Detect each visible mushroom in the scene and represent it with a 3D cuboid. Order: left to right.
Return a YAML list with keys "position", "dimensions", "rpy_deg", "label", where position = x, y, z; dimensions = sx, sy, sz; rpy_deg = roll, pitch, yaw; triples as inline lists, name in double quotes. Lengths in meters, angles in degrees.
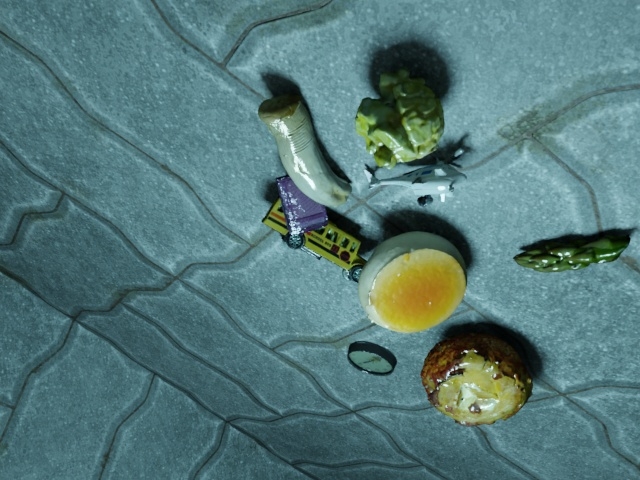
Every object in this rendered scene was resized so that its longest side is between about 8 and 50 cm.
- position: [-0.035, -0.206, 1.610]
  dimensions: [0.122, 0.095, 0.351]
  rpy_deg: [-33, 131, 3]
  label: "mushroom"

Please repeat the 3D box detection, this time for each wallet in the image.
- position: [-0.046, -0.100, 1.730]
  dimensions: [0.111, 0.030, 0.166]
  rpy_deg: [-16, 114, -5]
  label: "wallet"

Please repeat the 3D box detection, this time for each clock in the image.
- position: [0.183, 0.431, 2.398]
  dimensions: [0.184, 0.040, 0.185]
  rpy_deg: [16, 145, 12]
  label: "clock"

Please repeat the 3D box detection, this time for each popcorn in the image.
- position: [0.162, -0.242, 1.373]
  dimensions: [0.187, 0.186, 0.167]
  rpy_deg: [-33, 144, 20]
  label: "popcorn"

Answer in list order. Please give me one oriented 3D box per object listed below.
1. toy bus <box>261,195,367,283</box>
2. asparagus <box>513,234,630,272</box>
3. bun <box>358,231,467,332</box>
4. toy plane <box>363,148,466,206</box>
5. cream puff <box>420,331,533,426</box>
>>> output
- position: [0.000, 0.000, 1.839]
  dimensions: [0.335, 0.123, 0.121]
  rpy_deg: [29, 177, -8]
  label: "toy bus"
- position: [0.596, 0.037, 1.584]
  dimensions: [0.287, 0.080, 0.080]
  rpy_deg: [-7, 135, 39]
  label: "asparagus"
- position: [0.233, 0.099, 1.772]
  dimensions: [0.298, 0.165, 0.299]
  rpy_deg: [-6, 119, -10]
  label: "bun"
- position: [0.210, -0.147, 1.544]
  dimensions: [0.273, 0.107, 0.182]
  rpy_deg: [12, 139, 25]
  label: "toy plane"
- position: [0.469, 0.412, 2.032]
  dimensions: [0.350, 0.229, 0.351]
  rpy_deg: [2, 125, 3]
  label: "cream puff"
